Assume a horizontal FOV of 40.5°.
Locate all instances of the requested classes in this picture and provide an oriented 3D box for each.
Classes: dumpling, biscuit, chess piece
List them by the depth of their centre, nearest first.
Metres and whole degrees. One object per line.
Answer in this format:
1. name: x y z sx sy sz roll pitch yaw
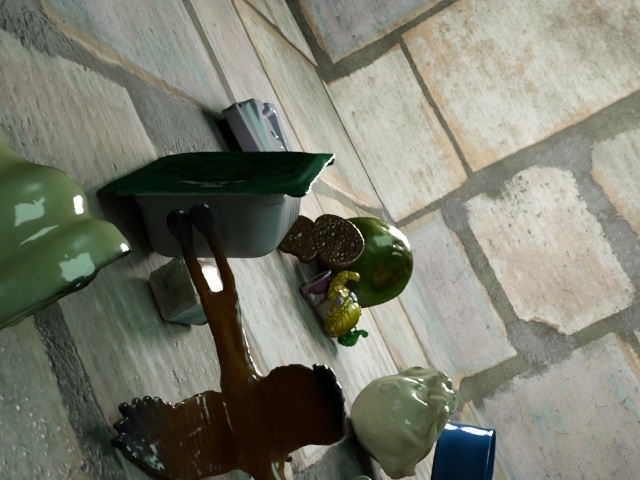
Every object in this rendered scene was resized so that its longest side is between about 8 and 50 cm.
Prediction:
1. chess piece: -0.304 -0.078 0.634 0.330 0.182 0.182 56 13 -4
2. dumpling: 0.150 0.302 1.522 0.147 0.193 0.258 46 6 -24
3. biscuit: 0.000 0.000 1.694 0.026 0.175 0.124 116 -26 -52

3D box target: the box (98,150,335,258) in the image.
1. box: -0.124 -0.052 1.191 0.336 0.264 0.106 -63 152 -74

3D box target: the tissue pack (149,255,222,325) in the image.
1. tissue pack: -0.165 0.064 1.090 0.074 0.059 0.094 68 14 15

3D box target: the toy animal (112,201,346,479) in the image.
1. toy animal: -0.106 0.160 1.001 0.302 0.225 0.284 80 -8 -48

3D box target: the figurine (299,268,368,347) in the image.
1. figurine: 0.046 0.129 1.665 0.156 0.115 0.095 62 23 -7

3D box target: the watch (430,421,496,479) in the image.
1. watch: 0.245 0.429 1.548 0.196 0.171 0.200 -40 137 -79

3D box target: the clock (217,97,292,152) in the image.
1. clock: -0.109 -0.189 1.783 0.186 0.083 0.253 62 13 1

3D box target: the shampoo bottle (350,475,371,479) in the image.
1. shampoo bottle: 0.102 0.447 1.347 0.195 0.056 0.056 56 14 -26

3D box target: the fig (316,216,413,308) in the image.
1. fig: 0.064 0.029 1.866 0.275 0.206 0.206 32 -17 53
